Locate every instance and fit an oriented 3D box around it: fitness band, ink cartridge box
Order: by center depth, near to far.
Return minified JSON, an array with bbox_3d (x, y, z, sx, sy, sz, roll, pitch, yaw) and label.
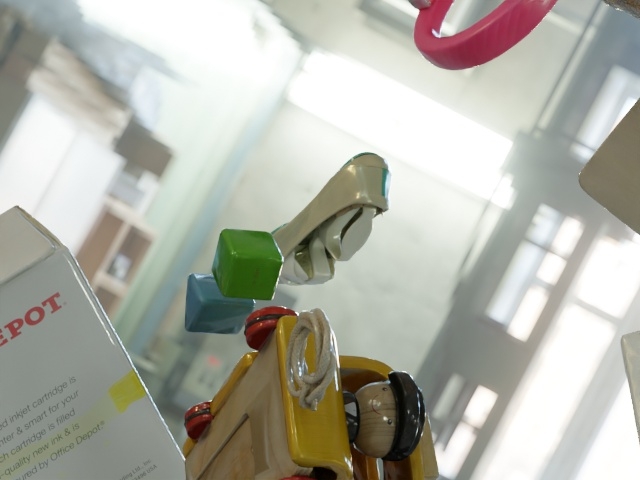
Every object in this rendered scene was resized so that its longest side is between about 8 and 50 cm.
[{"bbox_3d":[-0.310,0.201,1.850,0.160,0.279,0.385,33,-28,58],"label":"ink cartridge box"},{"bbox_3d":[0.209,-0.318,2.111,0.054,0.291,0.209,43,-17,-31],"label":"fitness band"}]

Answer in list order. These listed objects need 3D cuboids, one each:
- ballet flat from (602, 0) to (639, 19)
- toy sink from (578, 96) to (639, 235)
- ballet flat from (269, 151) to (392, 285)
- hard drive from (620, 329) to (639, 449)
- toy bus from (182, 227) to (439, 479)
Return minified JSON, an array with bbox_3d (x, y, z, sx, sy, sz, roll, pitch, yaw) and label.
[{"bbox_3d":[0.215,-0.285,1.550,0.107,0.106,0.316,-18,79,-48],"label":"ballet flat"},{"bbox_3d":[0.347,-0.049,1.457,0.234,0.131,0.153,38,-35,5],"label":"toy sink"},{"bbox_3d":[0.000,0.000,2.029,0.086,0.086,0.248,29,-45,-15],"label":"ballet flat"},{"bbox_3d":[0.293,0.244,1.412,0.040,0.307,0.203,-18,-41,17],"label":"hard drive"},{"bbox_3d":[0.003,0.103,0.905,0.104,0.191,0.202,4,14,-21],"label":"toy bus"}]
